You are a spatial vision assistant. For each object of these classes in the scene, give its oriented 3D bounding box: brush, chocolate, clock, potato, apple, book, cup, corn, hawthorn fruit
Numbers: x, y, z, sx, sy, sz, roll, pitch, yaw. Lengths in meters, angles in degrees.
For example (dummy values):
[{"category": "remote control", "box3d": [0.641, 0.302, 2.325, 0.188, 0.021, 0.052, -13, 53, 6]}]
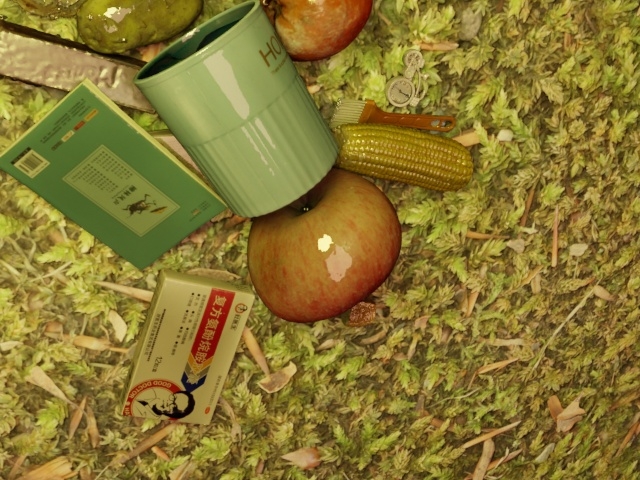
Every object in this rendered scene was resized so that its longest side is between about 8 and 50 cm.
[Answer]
[{"category": "brush", "box3d": [0.171, -0.274, 1.569, 0.314, 0.017, 0.090, 1, 139, -22]}, {"category": "chocolate", "box3d": [-0.452, -0.314, 1.284, 0.321, 0.112, 0.112, 12, 104, -24]}, {"category": "clock", "box3d": [0.198, -0.359, 1.546, 0.087, 0.041, 0.129, 14, 111, -21]}, {"category": "potato", "box3d": [-0.326, -0.420, 1.270, 0.251, 0.149, 0.113, -33, 80, -23]}, {"category": "apple", "box3d": [0.000, 0.000, 1.470, 0.345, 0.345, 0.269, -30, 108, -6]}, {"category": "book", "box3d": [-0.401, -0.109, 1.365, 0.264, 0.031, 0.379, -32, 127, 20]}, {"category": "cup", "box3d": [-0.154, -0.237, 1.288, 0.257, 0.331, 0.311, -38, 117, -10]}, {"category": "corn", "box3d": [0.181, -0.189, 1.558, 0.344, 0.131, 0.131, 7, 109, -24]}, {"category": "hawthorn fruit", "box3d": [-0.009, -0.450, 1.325, 0.263, 0.231, 0.235, 15, 117, -20]}]

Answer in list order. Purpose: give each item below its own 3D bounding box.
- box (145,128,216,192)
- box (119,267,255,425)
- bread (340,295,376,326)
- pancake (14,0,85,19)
[{"category": "box", "box3d": [-0.262, -0.165, 1.445, 0.201, 0.058, 0.141, -10, 114, -17]}, {"category": "box", "box3d": [-0.308, 0.251, 1.596, 0.214, 0.069, 0.353, 14, 107, -25]}, {"category": "bread", "box3d": [0.092, 0.169, 1.699, 0.070, 0.083, 0.077, 6, 106, -13]}, {"category": "pancake", "box3d": [-0.445, -0.503, 1.184, 0.282, 0.049, 0.282, -18, 149, -11]}]
